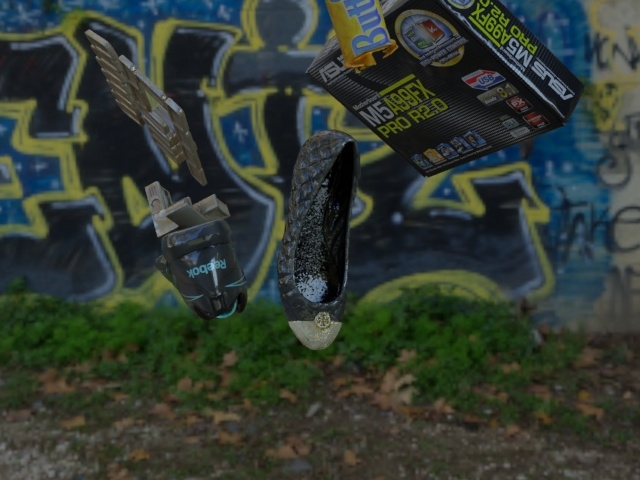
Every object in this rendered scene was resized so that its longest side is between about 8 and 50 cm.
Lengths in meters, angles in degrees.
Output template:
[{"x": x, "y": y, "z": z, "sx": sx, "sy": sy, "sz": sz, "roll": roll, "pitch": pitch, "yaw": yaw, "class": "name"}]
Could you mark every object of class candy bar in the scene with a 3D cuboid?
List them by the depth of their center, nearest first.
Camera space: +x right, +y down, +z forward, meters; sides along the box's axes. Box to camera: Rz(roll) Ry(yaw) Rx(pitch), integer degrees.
[{"x": 0.012, "y": -0.167, "z": 0.531, "sx": 0.040, "sy": 0.161, "sz": 0.018, "roll": -28, "pitch": 45, "yaw": -5, "class": "candy bar"}]

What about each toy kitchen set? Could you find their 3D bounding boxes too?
[{"x": -0.167, "y": -0.051, "z": 1.072, "sx": 0.083, "sy": 0.075, "sz": 0.068, "roll": -26, "pitch": -28, "yaw": 12, "class": "toy kitchen set"}]

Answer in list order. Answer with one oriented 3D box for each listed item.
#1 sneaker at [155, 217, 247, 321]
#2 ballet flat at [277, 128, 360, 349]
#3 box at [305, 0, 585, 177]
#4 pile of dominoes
[{"x": -0.141, "y": 0.048, "z": 1.083, "sx": 0.101, "sy": 0.106, "sz": 0.267, "roll": -20, "pitch": -5, "yaw": -6, "class": "sneaker"}, {"x": 0.000, "y": 0.000, "z": 0.700, "sx": 0.058, "sy": 0.173, "sz": 0.049, "roll": 1, "pitch": 3, "yaw": -25, "class": "ballet flat"}, {"x": 0.134, "y": -0.187, "z": 1.049, "sx": 0.216, "sy": 0.060, "sz": 0.270, "roll": 39, "pitch": -25, "yaw": -18, "class": "box"}, {"x": -0.225, "y": -0.188, "z": 1.238, "sx": 0.040, "sy": 0.196, "sz": 0.251, "roll": -43, "pitch": -14, "yaw": -13, "class": "pile of dominoes"}]
